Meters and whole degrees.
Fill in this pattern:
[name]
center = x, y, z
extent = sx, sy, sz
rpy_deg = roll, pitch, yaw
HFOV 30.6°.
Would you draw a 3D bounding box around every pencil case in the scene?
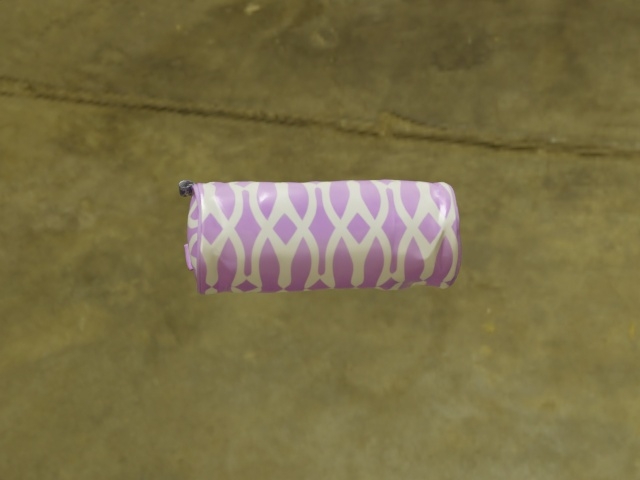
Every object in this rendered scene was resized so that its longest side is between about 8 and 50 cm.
[pencil case]
center = 0.000, 0.000, 0.854
extent = 0.206, 0.088, 0.086
rpy_deg = 0, 65, -7
